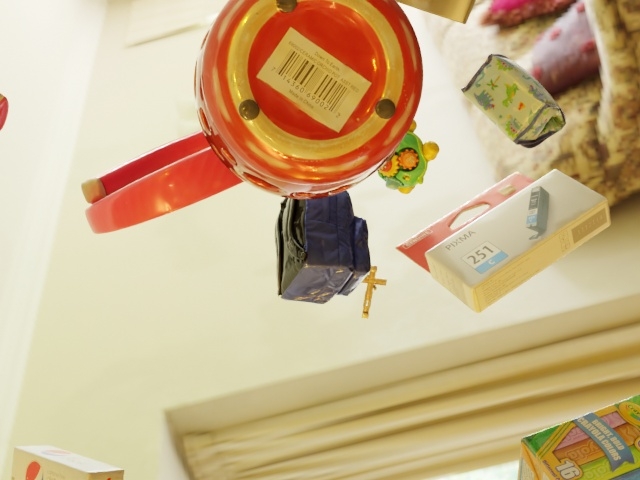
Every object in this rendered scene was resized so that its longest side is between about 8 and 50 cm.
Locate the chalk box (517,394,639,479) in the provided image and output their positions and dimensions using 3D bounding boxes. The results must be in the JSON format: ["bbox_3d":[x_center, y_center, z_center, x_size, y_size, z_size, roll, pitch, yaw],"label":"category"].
[{"bbox_3d":[0.475,0.377,1.633,0.179,0.289,0.180,-125,25,-47],"label":"chalk box"}]

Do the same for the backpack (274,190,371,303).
[{"bbox_3d":[0.000,0.000,1.156,0.098,0.101,0.120,-48,40,49],"label":"backpack"}]

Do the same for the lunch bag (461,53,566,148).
[{"bbox_3d":[0.306,-0.215,1.614,0.129,0.096,0.151,48,-152,17],"label":"lunch bag"}]

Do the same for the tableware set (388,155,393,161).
[{"bbox_3d":[0.016,-0.119,1.290,0.104,0.154,0.024,61,150,9],"label":"tableware set"}]

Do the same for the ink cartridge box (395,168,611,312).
[{"bbox_3d":[0.309,-0.027,1.835,0.261,0.296,0.066,40,157,50],"label":"ink cartridge box"}]

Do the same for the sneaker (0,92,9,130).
[{"bbox_3d":[-0.520,-0.175,1.276,0.111,0.252,0.103,53,132,36],"label":"sneaker"}]

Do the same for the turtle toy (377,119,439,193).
[{"bbox_3d":[0.098,-0.124,1.455,0.130,0.066,0.095,49,133,19],"label":"turtle toy"}]

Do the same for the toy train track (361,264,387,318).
[{"bbox_3d":[0.074,0.079,1.573,0.014,0.048,0.083,-108,27,-74],"label":"toy train track"}]

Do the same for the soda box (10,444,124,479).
[{"bbox_3d":[-0.397,0.373,1.629,0.069,0.216,0.074,8,-93,-47],"label":"soda box"}]

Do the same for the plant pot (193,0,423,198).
[{"bbox_3d":[-0.008,-0.131,0.854,0.174,0.191,0.191,-176,71,-83],"label":"plant pot"}]

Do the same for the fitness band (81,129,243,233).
[{"bbox_3d":[-0.124,-0.083,1.093,0.291,0.209,0.054,-40,-69,-56],"label":"fitness band"}]

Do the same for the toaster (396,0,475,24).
[{"bbox_3d":[0.126,-0.375,1.413,0.185,0.168,0.110,42,118,55],"label":"toaster"}]
